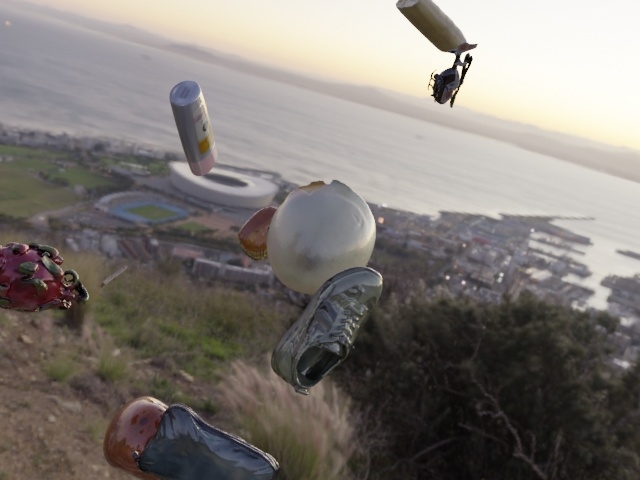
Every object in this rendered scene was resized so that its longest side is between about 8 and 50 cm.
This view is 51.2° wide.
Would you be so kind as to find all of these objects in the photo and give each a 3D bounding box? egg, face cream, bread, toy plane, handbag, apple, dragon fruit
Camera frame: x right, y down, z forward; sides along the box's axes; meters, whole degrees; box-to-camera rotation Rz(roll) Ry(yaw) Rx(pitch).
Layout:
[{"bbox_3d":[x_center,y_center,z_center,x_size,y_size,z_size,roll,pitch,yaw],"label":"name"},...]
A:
[{"bbox_3d":[0.003,0.004,1.594,0.264,0.286,0.174,40,5,-4],"label":"egg"},{"bbox_3d":[-0.243,-0.215,1.297,0.057,0.084,0.198,14,-31,13],"label":"face cream"},{"bbox_3d":[0.284,-0.551,1.688,0.178,0.060,0.139,38,4,-25],"label":"bread"},{"bbox_3d":[0.311,-0.393,1.595,0.078,0.197,0.054,-6,54,-16],"label":"toy plane"},{"bbox_3d":[-0.273,0.535,1.594,0.332,0.192,0.075,29,4,2],"label":"handbag"},{"bbox_3d":[-0.509,0.575,1.954,0.253,0.254,0.253,14,14,-3],"label":"apple"},{"bbox_3d":[-0.192,-0.029,2.294,0.132,0.190,0.114,40,-17,14],"label":"bread"},{"bbox_3d":[-0.786,0.107,1.815,0.198,0.218,0.273,35,-6,27],"label":"dragon fruit"}]

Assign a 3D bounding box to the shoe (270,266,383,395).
[{"bbox_3d":[0.022,0.168,1.244,0.103,0.275,0.098,34,6,-34],"label":"shoe"}]

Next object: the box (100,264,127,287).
[{"bbox_3d":[-0.595,0.104,1.922,0.083,0.012,0.046,-41,5,-35],"label":"box"}]
